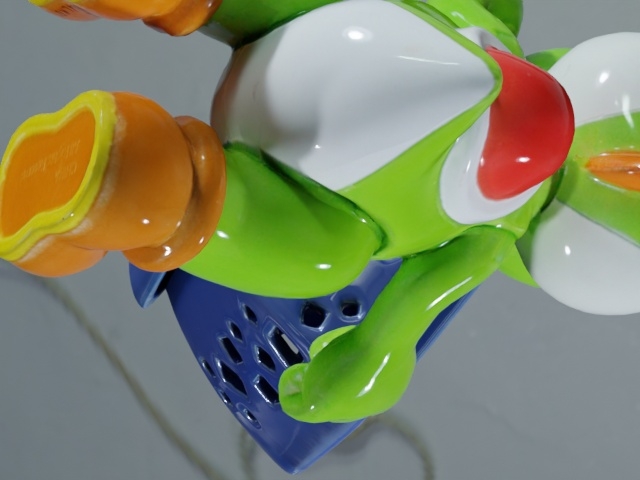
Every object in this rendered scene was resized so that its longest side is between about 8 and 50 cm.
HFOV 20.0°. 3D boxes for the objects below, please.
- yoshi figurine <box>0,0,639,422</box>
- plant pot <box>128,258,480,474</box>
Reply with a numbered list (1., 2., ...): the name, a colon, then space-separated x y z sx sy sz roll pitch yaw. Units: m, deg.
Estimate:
1. yoshi figurine: 0.042 -0.038 0.770 0.203 0.362 0.203 -61 33 32
2. plant pot: 0.000 0.000 1.312 0.212 0.236 0.236 42 157 1
